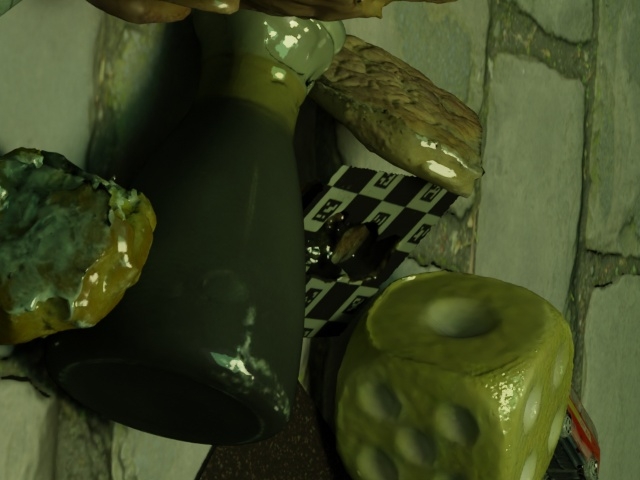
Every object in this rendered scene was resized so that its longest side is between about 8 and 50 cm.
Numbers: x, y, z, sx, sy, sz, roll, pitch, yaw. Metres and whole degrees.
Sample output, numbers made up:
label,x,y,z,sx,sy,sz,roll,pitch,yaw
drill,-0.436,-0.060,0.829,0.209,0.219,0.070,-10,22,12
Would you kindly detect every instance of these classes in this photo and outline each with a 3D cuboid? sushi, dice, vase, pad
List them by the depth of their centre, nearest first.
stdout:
label,x,y,z,sx,sy,sz,roll,pitch,yaw
vase,-0.071,-0.028,1.123,0.173,0.173,0.321,47,49,-48
sushi,0.000,0.000,1.288,0.192,0.050,0.215,-50,154,20
pad,-0.022,0.271,1.354,0.220,0.004,0.330,-62,140,-33
dice,0.119,0.139,1.384,0.166,0.169,0.169,-43,140,-50

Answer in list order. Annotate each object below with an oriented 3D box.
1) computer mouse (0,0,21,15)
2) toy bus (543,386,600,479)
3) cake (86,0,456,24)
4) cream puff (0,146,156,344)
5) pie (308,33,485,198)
label,x,y,z,sx,sy,sz,roll,pitch,yaw
computer mouse,-0.175,-0.207,0.841,0.379,0.090,0.167,-40,144,0
toy bus,0.257,0.208,1.715,0.174,0.079,0.077,53,40,-45
cake,-0.046,-0.298,1.005,0.321,0.332,0.332,-10,103,-25
cream puff,-0.179,0.004,0.977,0.156,0.156,0.121,13,91,-56
pie,0.057,-0.114,1.299,0.052,0.185,0.218,-54,-173,19
